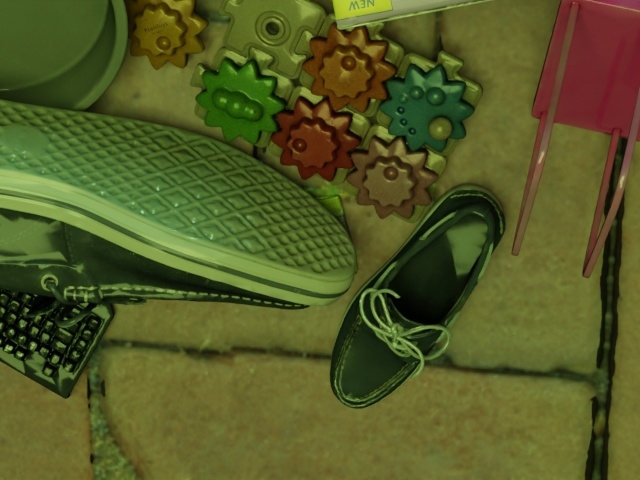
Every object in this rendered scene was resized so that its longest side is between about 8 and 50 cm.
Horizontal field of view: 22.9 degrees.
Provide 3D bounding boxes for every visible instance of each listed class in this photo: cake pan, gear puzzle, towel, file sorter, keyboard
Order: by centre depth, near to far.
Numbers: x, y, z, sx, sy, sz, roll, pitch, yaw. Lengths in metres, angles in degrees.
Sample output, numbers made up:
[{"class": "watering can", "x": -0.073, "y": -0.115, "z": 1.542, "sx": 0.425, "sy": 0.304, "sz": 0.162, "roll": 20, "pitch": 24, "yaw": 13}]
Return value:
[{"class": "file sorter", "x": 0.316, "y": -0.059, "z": 1.314, "sx": 0.291, "sy": 0.202, "sz": 0.182, "roll": 13, "pitch": 66, "yaw": 5}, {"class": "cake pan", "x": -0.317, "y": -0.213, "z": 1.417, "sx": 0.293, "sy": 0.054, "sz": 0.293, "roll": 0, "pitch": 138, "yaw": 0}, {"class": "gear puzzle", "x": -0.031, "y": -0.147, "z": 1.444, "sx": 0.339, "sy": 0.044, "sz": 0.175, "roll": 27, "pitch": 120, "yaw": 1}, {"class": "towel", "x": 0.000, "y": 0.000, "z": 1.516, "sx": 0.060, "sy": 0.009, "sz": 0.083, "roll": -9, "pitch": 104, "yaw": 12}, {"class": "keyboard", "x": -0.382, "y": 0.065, "z": 1.585, "sx": 0.317, "sy": 0.033, "sz": 0.201, "roll": 31, "pitch": 108, "yaw": 1}]

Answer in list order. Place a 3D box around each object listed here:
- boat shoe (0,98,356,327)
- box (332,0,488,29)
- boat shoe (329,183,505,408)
[{"class": "boat shoe", "x": -0.216, "y": -0.014, "z": 1.454, "sx": 0.500, "sy": 0.186, "sz": 0.156, "roll": 12, "pitch": 124, "yaw": -4}, {"class": "box", "x": 0.121, "y": -0.264, "z": 1.302, "sx": 0.214, "sy": 0.243, "sz": 0.117, "roll": -9, "pitch": 104, "yaw": 12}, {"class": "boat shoe", "x": 0.087, "y": 0.062, "z": 1.483, "sx": 0.095, "sy": 0.079, "sz": 0.254, "roll": 38, "pitch": 108, "yaw": -3}]
